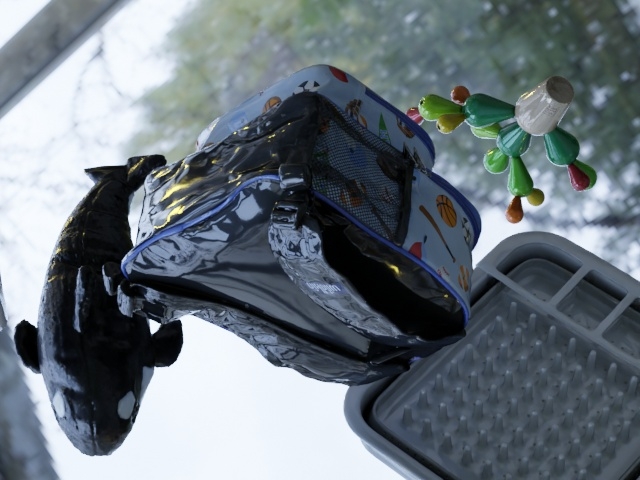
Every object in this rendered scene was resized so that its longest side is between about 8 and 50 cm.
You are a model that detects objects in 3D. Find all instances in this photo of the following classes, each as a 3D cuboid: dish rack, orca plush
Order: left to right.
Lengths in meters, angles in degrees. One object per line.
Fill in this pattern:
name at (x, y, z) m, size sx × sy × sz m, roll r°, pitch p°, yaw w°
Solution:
orca plush at (-0.188, 0.042, 1.544) m, size 0.151 × 0.102 × 0.287 m, roll 17°, pitch -114°, yaw 0°
dish rack at (0.214, 0.156, 1.653) m, size 0.285 × 0.072 × 0.333 m, roll 33°, pitch -126°, yaw 25°

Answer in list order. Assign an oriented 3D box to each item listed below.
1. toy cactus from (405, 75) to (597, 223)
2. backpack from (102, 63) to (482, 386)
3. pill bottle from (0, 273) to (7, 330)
toy cactus at (0.210, -0.114, 1.845) m, size 0.219 × 0.180 × 0.112 m, roll 33°, pitch -122°, yaw -4°
backpack at (0.000, 0.000, 1.457) m, size 0.263 × 0.276 × 0.213 m, roll 39°, pitch -128°, yaw -26°
pill bottle at (-0.409, 0.023, 1.394) m, size 0.283 × 0.161 × 0.161 m, roll -12°, pitch -117°, yaw -8°
